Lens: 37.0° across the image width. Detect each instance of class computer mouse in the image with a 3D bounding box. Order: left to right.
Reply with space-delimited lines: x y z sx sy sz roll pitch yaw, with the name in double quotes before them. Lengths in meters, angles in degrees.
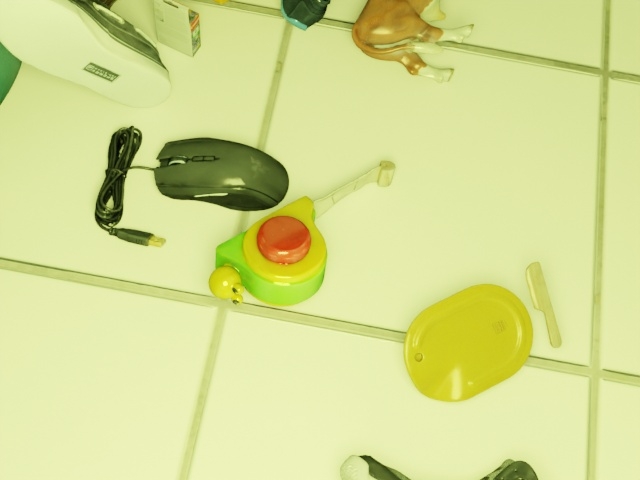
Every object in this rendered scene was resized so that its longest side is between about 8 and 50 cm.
"computer mouse" -0.180 -0.071 1.303 0.262 0.060 0.184 12 62 2

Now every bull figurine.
"bull figurine" 0.162 -0.391 1.471 0.188 0.101 0.310 24 71 3

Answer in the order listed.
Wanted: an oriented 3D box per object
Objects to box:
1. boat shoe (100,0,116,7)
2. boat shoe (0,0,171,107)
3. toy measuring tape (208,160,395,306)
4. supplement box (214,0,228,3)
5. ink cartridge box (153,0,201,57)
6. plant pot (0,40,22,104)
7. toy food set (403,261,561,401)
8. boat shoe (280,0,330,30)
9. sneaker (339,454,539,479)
"boat shoe" -0.345 -0.377 1.430 0.095 0.095 0.257 25 41 7
"boat shoe" -0.320 -0.282 1.291 0.108 0.301 0.102 -30 60 27
"toy measuring tape" 0.000 0.000 1.262 0.330 0.121 0.121 -29 69 -28
"supplement box" -0.236 -0.532 1.425 0.357 0.194 0.195 26 37 9
"ink cartridge box" -0.210 -0.323 1.399 0.063 0.115 0.029 26 64 8
"plant pot" -0.515 -0.285 1.286 0.272 0.271 0.255 19 48 4
"toy food set" 0.199 0.124 1.241 0.218 0.071 0.128 -23 91 -14
"boat shoe" 0.004 -0.447 1.486 0.109 0.089 0.258 14 66 -35
"sneaker" 0.161 0.305 1.123 0.269 0.101 0.153 36 65 6
